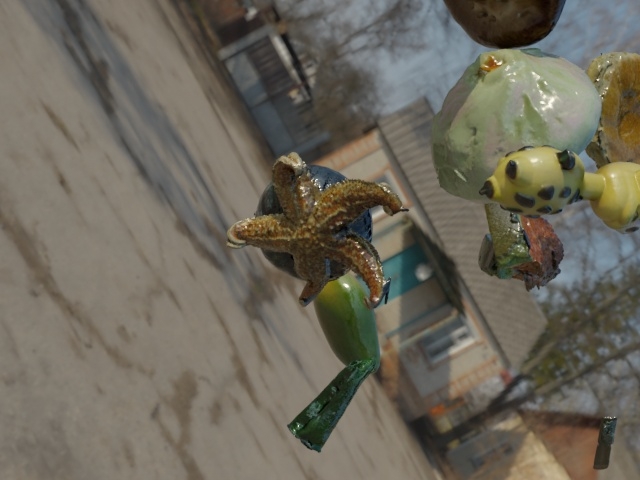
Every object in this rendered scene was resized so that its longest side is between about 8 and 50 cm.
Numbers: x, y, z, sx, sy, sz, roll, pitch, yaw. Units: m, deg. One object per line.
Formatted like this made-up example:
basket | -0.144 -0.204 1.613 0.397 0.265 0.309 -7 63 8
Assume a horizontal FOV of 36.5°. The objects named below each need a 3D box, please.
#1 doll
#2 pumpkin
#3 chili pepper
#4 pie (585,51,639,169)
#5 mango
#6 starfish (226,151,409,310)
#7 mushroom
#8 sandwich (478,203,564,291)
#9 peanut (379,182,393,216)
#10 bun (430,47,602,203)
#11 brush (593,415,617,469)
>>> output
doll | 0.312 -0.058 1.125 0.117 0.291 0.086 -36 -124 52
pumpkin | -0.012 -0.032 1.816 0.233 0.233 0.163 60 26 -29
chili pepper | 0.037 0.320 1.946 0.088 0.227 0.059 41 7 -3
pie | 0.767 -0.306 2.428 0.083 0.339 0.339 -3 -59 55
mango | 0.067 0.189 2.242 0.156 0.114 0.251 -14 -78 46
starfish | -0.001 0.004 1.631 0.303 0.312 0.113 35 38 12
mushroom | 0.264 -0.452 1.551 0.255 0.267 0.267 14 31 -31
sandwich | 0.439 0.016 2.209 0.301 0.162 0.250 38 36 -42
peanut | 0.143 -0.087 2.084 0.037 0.037 0.083 -115 -172 -62
bun | 0.291 -0.206 1.552 0.187 0.293 0.293 48 7 -23
brush | 0.606 0.438 2.062 0.027 0.034 0.190 -91 176 -46
